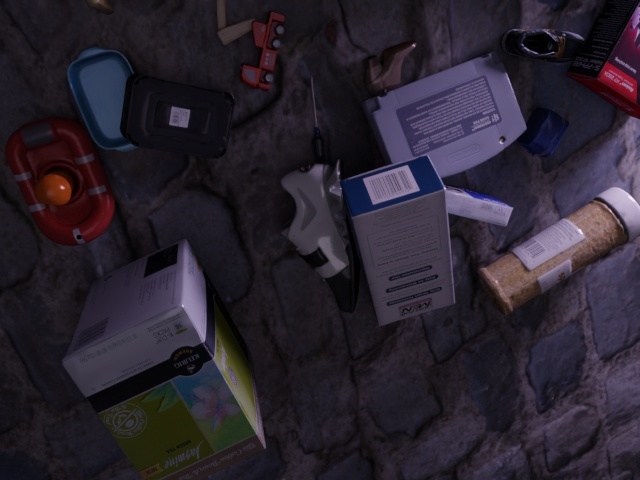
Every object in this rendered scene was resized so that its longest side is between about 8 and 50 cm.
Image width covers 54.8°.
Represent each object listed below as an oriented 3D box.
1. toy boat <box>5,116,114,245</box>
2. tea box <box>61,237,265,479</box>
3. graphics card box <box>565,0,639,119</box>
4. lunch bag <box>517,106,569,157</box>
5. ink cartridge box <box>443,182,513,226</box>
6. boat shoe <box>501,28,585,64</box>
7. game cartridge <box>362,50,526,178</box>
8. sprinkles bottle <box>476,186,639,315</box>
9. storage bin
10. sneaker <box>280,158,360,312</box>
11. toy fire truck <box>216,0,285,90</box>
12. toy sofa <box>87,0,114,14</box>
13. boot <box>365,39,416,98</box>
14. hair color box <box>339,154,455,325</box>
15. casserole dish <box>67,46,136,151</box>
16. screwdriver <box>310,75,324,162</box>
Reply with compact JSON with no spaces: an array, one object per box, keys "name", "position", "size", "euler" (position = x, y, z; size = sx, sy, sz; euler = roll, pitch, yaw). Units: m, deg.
[{"name":"toy boat","position":[-0.466,-0.096,1.099],"size":[0.151,0.151,0.231],"euler":[-18,111,-4]},{"name":"tea box","position":[-0.274,0.222,1.153],"size":[0.220,0.329,0.324],"euler":[-26,111,-1]},{"name":"graphics card box","position":[0.671,-0.444,1.204],"size":[0.232,0.094,0.371],"euler":[19,104,-28]},{"name":"lunch bag","position":[0.461,-0.218,1.276],"size":[0.065,0.067,0.098],"euler":[24,104,-17]},{"name":"ink cartridge box","position":[0.280,-0.083,1.274],"size":[0.207,0.097,0.046],"euler":[12,106,-15]},{"name":"boat shoe","position":[0.453,-0.378,1.209],"size":[0.183,0.083,0.065],"euler":[1,109,-11]},{"name":"game cartridge","position":[0.246,-0.226,1.197],"size":[0.294,0.060,0.196],"euler":[-23,92,-11]},{"name":"sprinkles bottle","position":[0.521,0.024,1.346],"size":[0.355,0.121,0.121],"euler":[-32,112,2]},{"name":"storage bin","position":[-0.256,-0.223,1.105],"size":[0.180,0.084,0.122],"euler":[6,103,-28]},{"name":"sneaker","position":[0.000,0.000,1.254],"size":[0.146,0.122,0.331],"euler":[-7,113,11]},{"name":"toy fire truck","position":[-0.136,-0.379,1.117],"size":[0.135,0.047,0.192],"euler":[11,108,-14]},{"name":"toy sofa","position":[-0.251,-0.528,0.988],"size":[0.362,0.150,0.177],"euler":[-29,107,0]},{"name":"boot","position":[0.140,-0.326,1.196],"size":[0.118,0.042,0.087],"euler":[-22,118,-1]},{"name":"hair color box","position":[0.158,0.012,1.203],"size":[0.173,0.105,0.347],"euler":[-16,137,1]},{"name":"casserole dish","position":[-0.379,-0.255,1.121],"size":[0.114,0.037,0.188],"euler":[-19,111,-3]},{"name":"screwdriver","position":[-0.012,-0.235,1.206],"size":[0.025,0.024,0.170],"euler":[-23,113,-33]}]
